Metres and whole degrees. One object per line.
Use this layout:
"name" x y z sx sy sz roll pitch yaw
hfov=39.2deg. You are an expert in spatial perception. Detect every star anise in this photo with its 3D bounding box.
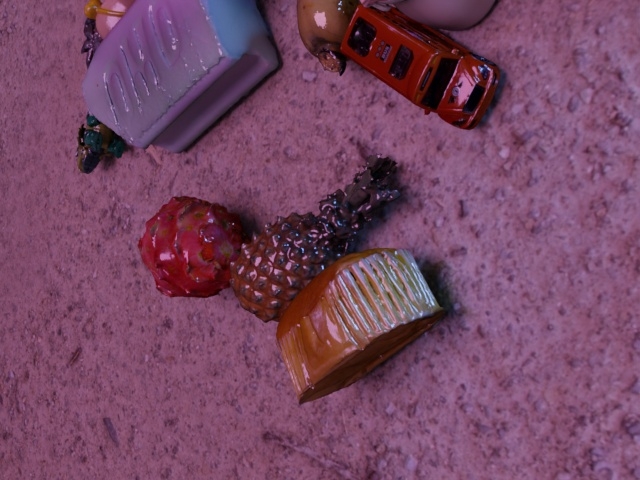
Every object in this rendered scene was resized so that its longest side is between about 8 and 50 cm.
"star anise" -0.506 -0.449 2.074 0.181 0.061 0.204 -34 61 38

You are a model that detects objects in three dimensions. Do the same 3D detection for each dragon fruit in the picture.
"dragon fruit" -0.250 0.013 1.736 0.210 0.205 0.268 -50 23 -7

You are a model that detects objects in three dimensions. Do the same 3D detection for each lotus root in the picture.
"lotus root" 0.017 -0.367 1.498 0.118 0.125 0.220 -12 75 33

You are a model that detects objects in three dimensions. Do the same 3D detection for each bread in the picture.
"bread" 0.044 0.127 1.429 0.288 0.204 0.156 -48 63 41

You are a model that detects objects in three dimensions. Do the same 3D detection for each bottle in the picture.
"bottle" 0.137 -0.391 1.291 0.148 0.237 0.147 1 91 46

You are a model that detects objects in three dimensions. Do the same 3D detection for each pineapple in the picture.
"pineapple" 0.000 0.000 1.506 0.361 0.175 0.175 -38 65 34

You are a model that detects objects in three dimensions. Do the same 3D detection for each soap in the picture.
"soap" -0.298 -0.347 1.795 0.446 0.156 0.261 -33 73 42

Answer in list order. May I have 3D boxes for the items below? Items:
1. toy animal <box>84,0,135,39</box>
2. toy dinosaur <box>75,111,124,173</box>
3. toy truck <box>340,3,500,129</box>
"toy animal" -0.398 -0.499 1.903 0.149 0.165 0.248 56 134 23
"toy dinosaur" -0.499 -0.277 2.067 0.153 0.094 0.259 11 86 52
"toy truck" 0.148 -0.269 1.372 0.253 0.114 0.107 43 119 37
